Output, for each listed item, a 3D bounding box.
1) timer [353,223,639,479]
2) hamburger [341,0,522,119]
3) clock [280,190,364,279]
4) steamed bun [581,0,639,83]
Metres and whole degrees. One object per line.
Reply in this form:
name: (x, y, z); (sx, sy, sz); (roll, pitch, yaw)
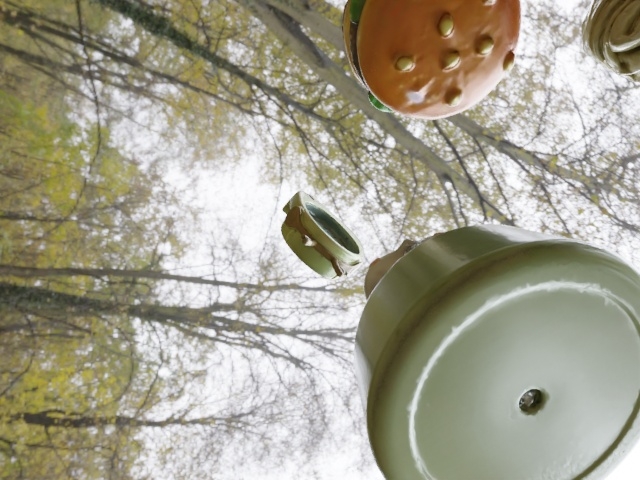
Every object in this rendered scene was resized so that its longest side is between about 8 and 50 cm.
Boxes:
timer: (0.152, 0.090, 0.587); (0.290, 0.291, 0.315); (-66, -161, 13)
hamburger: (0.236, -0.469, 1.167); (0.395, 0.396, 0.277); (-57, -157, 22)
clock: (0.000, 0.000, 1.284); (0.096, 0.235, 0.308); (-45, -169, 14)
steamed bun: (0.722, -0.455, 1.097); (0.290, 0.276, 0.203); (19, -117, 16)
